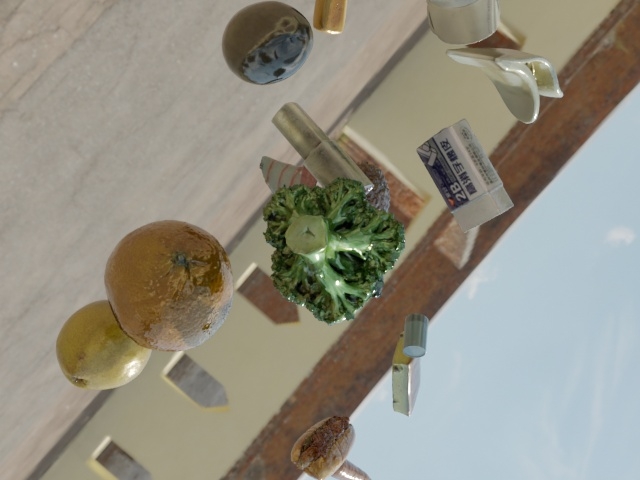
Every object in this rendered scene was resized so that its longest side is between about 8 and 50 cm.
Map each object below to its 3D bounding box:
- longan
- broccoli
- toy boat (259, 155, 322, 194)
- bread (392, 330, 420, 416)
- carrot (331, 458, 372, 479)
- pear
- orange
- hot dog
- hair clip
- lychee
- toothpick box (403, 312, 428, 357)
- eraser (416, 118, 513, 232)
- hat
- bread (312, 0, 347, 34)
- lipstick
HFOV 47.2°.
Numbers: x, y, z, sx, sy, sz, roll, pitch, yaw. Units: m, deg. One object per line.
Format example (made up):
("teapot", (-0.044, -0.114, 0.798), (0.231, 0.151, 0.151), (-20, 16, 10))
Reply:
("longan", (-0.127, -0.463, 1.719), (0.220, 0.196, 0.196), (-32, 174, -19))
("broccoli", (0.000, 0.000, 1.286), (0.254, 0.269, 0.269), (-62, 180, -1))
("toy boat", (-0.090, -0.177, 2.172), (0.096, 0.282, 0.206), (3, 104, -51))
("bread", (0.293, 0.454, 2.494), (0.361, 0.077, 0.138), (82, 26, -49))
("carrot", (0.090, 0.684, 2.151), (0.069, 0.336, 0.069), (-19, -128, 25))
("pear", (-0.487, 0.235, 1.632), (0.209, 0.209, 0.209), (-50, 180, 0))
("orange", (-0.284, 0.083, 1.385), (0.264, 0.264, 0.264), (-50, 180, 0))
("hot dog", (0.015, 0.430, 1.553), (0.076, 0.102, 0.249), (-61, 163, 17))
("hair clip", (0.436, -0.368, 1.630), (0.113, 0.282, 0.172), (-56, -144, -2))
("lychee", (0.082, -0.092, 1.862), (0.200, 0.200, 0.238), (-49, 174, -43))
("toothpick box", (0.206, 0.206, 1.588), (0.052, 0.052, 0.083), (-50, -157, 48))
("eraser", (0.302, -0.134, 1.543), (0.068, 0.210, 0.124), (-27, 177, -36))
("hat", (0.358, -0.624, 1.865), (0.219, 0.226, 0.164), (-16, 170, 5))
("bread", (0.033, -0.668, 1.925), (0.092, 0.074, 0.239), (-3, 111, -36))
("lipstick", (0.001, -0.184, 1.556), (0.077, 0.253, 0.079), (-45, 168, 26))
